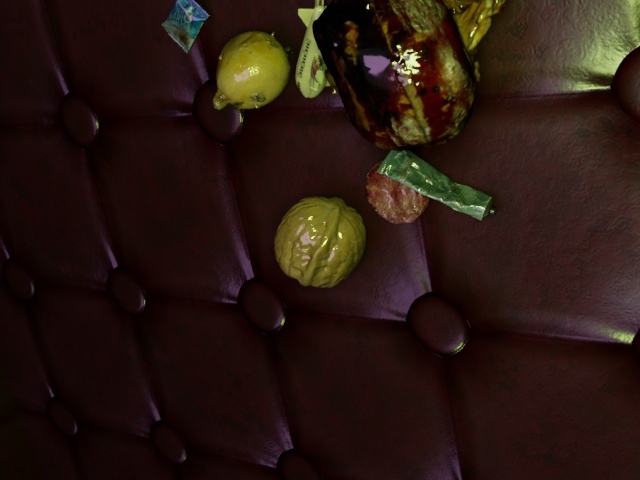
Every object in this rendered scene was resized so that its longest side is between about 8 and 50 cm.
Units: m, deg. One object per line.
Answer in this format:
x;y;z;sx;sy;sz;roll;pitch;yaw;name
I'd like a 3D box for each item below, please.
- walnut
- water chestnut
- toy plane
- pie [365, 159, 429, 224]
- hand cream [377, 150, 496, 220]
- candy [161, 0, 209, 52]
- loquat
0.000;0.000;1.938;0.213;0.213;0.213;16;120;30;walnut
0.176;-0.336;1.578;0.346;0.335;0.335;-24;98;6;water chestnut
-0.004;-0.376;1.780;0.104;0.242;0.256;-4;146;2;toy plane
0.159;-0.104;1.864;0.154;0.036;0.155;16;120;30;pie
0.237;-0.113;1.772;0.247;0.075;0.052;31;153;12;hand cream
-0.308;-0.496;2.023;0.088;0.038;0.136;41;138;-4;candy
-0.150;-0.351;1.884;0.149;0.204;0.172;44;171;-29;loquat
